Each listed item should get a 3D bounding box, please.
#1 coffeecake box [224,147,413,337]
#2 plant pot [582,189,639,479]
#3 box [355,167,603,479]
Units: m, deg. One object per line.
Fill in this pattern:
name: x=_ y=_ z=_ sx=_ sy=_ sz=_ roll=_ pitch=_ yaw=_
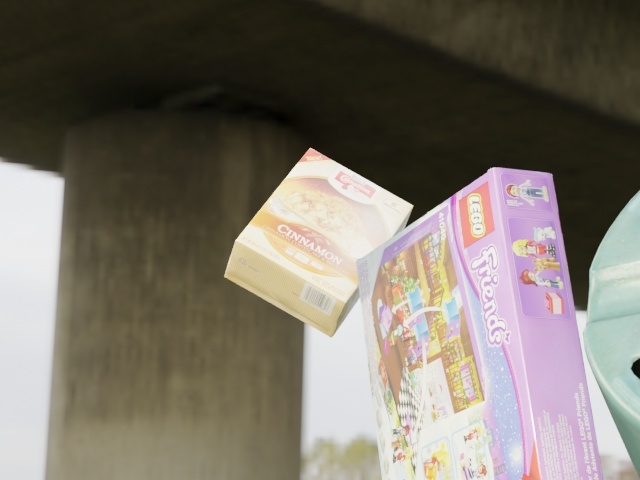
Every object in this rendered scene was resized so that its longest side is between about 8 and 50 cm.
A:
coffeecake box: x=0.000 y=0.000 z=1.963 sx=0.142 sy=0.185 sz=0.068 roll=29 pitch=-43 yaw=8
plant pot: x=0.328 y=0.114 z=1.004 sx=0.341 sy=0.341 sz=0.334 roll=-7 pitch=-45 yaw=32
box: x=0.114 y=0.119 z=1.267 sx=0.057 sy=0.293 sz=0.201 roll=5 pitch=-23 yaw=-29
